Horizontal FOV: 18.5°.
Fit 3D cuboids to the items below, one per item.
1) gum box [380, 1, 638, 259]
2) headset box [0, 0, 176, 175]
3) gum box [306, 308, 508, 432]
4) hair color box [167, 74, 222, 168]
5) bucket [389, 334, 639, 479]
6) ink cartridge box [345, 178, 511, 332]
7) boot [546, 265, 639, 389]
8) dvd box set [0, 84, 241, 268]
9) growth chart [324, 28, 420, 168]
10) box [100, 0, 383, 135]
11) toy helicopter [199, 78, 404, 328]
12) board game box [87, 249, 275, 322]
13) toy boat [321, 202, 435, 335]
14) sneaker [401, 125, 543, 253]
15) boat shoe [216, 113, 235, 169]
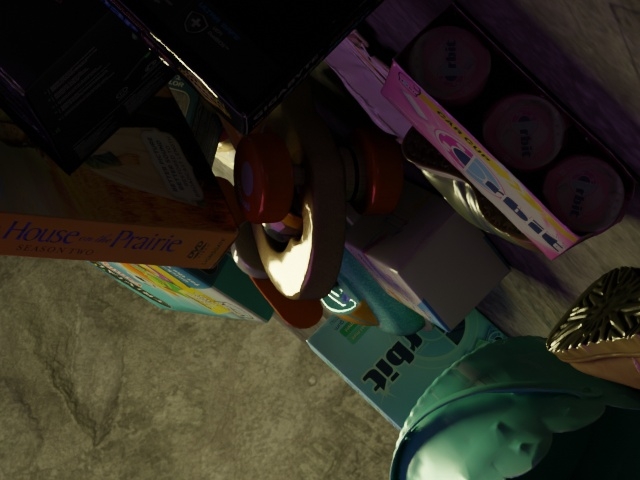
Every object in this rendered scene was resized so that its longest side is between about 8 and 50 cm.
[{"bbox_3d":[0.133,-0.071,1.380,0.188,0.062,0.107,44,173,3],"label":"gum box"},{"bbox_3d":[-0.175,-0.208,1.570,0.131,0.246,0.283,44,173,8],"label":"headset box"},{"bbox_3d":[0.104,0.121,2.188,0.184,0.157,0.041,42,172,17],"label":"gum box"},{"bbox_3d":[-0.215,-0.129,2.231,0.174,0.105,0.347,14,173,2],"label":"hair color box"},{"bbox_3d":[0.212,0.237,1.876,0.281,0.281,0.183,51,174,-38],"label":"bucket"},{"bbox_3d":[0.096,0.010,1.896,0.092,0.090,0.143,49,171,-29],"label":"ink cartridge box"},{"bbox_3d":[0.312,0.145,1.505,0.269,0.089,0.236,45,173,-9],"label":"boot"},{"bbox_3d":[-0.296,-0.118,1.739,0.420,0.062,0.308,6,-134,-44],"label":"dvd box set"},{"bbox_3d":[0.046,-0.134,1.653,0.237,0.021,0.172,47,171,-20],"label":"growth chart"},{"bbox_3d":[-0.066,-0.205,1.289,0.220,0.175,0.051,44,170,7],"label":"box"},{"bbox_3d":[-0.053,-0.073,1.921,0.355,0.140,0.235,-119,31,-46],"label":"toy helicopter"},{"bbox_3d":[-0.200,-0.012,2.114,0.254,0.079,0.336,34,168,-20],"label":"board game box"},{"bbox_3d":[0.000,0.000,2.126,0.267,0.148,0.318,50,171,-34],"label":"toy boat"},{"bbox_3d":[0.148,-0.034,1.529,0.192,0.064,0.086,37,177,46],"label":"sneaker"},{"bbox_3d":[-0.140,-0.140,2.464,0.170,0.063,0.059,22,156,46],"label":"boat shoe"}]
